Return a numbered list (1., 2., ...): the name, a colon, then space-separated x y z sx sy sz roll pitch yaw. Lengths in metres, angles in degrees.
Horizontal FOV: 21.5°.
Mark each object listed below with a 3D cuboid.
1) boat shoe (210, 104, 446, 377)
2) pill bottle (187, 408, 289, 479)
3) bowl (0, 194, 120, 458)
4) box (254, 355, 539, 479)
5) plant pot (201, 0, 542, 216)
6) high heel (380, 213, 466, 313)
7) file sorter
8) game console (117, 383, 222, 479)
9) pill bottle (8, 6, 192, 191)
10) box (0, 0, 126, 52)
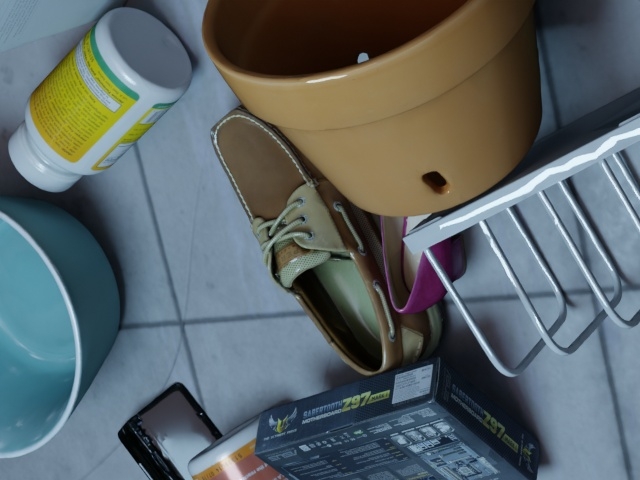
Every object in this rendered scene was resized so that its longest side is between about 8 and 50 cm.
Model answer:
1. boat shoe: 0.000 0.000 1.709 0.324 0.120 0.122 51 124 5
2. pill bottle: -0.042 0.303 1.840 0.121 0.121 0.216 -33 89 34
3. bowl: -0.352 0.074 1.914 0.311 0.163 0.311 10 112 26
4. box: 0.078 0.212 1.720 0.232 0.059 0.183 -21 133 35
5. plant pot: 0.068 -0.158 1.468 0.291 0.291 0.203 -1 135 30
6. high heel: 0.080 -0.053 1.646 0.082 0.117 0.244 0 107 30
7. file sorter: 0.258 -0.017 1.515 0.277 0.193 0.173 -27 95 34
8. game console: -0.166 0.243 1.957 0.122 0.071 0.107 52 154 5
9. pill bottle: -0.242 -0.144 1.801 0.208 0.117 0.117 -41 85 34
10. box: -0.332 -0.318 1.652 0.215 0.345 0.168 43 123 11
